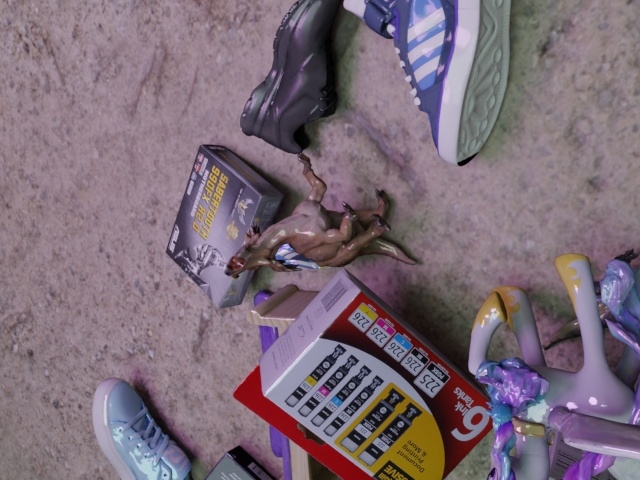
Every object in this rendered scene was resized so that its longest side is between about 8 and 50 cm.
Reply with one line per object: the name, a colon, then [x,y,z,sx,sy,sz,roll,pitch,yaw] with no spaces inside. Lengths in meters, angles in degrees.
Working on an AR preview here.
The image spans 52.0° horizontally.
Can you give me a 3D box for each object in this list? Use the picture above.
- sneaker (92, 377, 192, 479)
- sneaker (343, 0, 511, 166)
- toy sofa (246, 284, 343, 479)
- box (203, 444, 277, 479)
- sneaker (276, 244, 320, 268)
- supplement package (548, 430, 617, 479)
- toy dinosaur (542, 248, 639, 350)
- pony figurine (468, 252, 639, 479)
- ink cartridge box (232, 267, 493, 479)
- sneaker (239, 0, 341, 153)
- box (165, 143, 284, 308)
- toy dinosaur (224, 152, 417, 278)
sneaker: [-0.339,0.440,1.361,0.150,0.135,0.365,-13,107,20]
sneaker: [0.140,-0.287,0.947,0.236,0.130,0.322,24,128,37]
toy sofa: [-0.053,0.270,1.158,0.177,0.150,0.362,1,105,24]
box: [-0.164,0.516,1.278,0.156,0.093,0.158,39,89,11]
sneaker: [-0.049,0.011,1.141,0.144,0.053,0.059,6,105,16]
supplement package: [0.373,0.398,0.964,0.149,0.203,0.194,26,113,17]
toy dinosaur: [0.422,0.079,0.936,0.268,0.064,0.118,-24,100,32]
pony figurine: [0.333,0.201,0.797,0.351,0.303,0.363,-10,56,36]
ink cartridge box: [0.066,0.248,0.997,0.309,0.130,0.272,41,94,-15]
sneaker: [-0.019,-0.263,1.031,0.130,0.109,0.286,33,127,6]
box: [-0.175,-0.026,1.155,0.183,0.056,0.230,41,120,33]
toy dinosaur: [0.000,0.000,1.040,0.200,0.296,0.127,-52,36,28]
